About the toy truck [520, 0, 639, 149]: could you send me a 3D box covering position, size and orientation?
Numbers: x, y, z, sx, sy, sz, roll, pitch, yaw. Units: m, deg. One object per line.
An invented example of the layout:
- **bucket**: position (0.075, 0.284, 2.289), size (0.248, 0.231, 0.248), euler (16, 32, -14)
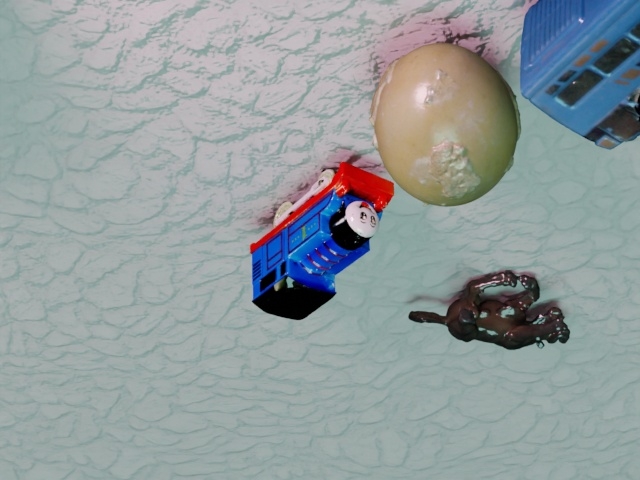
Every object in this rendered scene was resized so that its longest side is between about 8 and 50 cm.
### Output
- **toy truck**: position (0.359, -0.250, 1.428), size (0.162, 0.161, 0.385), euler (25, 140, -20)

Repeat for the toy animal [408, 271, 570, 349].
- **toy animal**: position (0.245, 0.113, 2.033), size (0.232, 0.085, 0.148), euler (4, 147, -15)

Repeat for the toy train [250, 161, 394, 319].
- **toy train**: position (0.000, 0.000, 1.808), size (0.082, 0.131, 0.204), euler (21, 140, -30)

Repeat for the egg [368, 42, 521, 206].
- **egg**: position (0.137, -0.126, 1.604), size (0.164, 0.164, 0.201), euler (-8, 141, 9)
